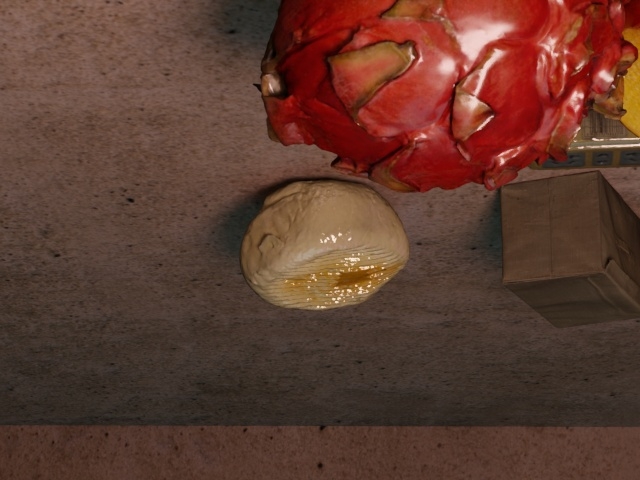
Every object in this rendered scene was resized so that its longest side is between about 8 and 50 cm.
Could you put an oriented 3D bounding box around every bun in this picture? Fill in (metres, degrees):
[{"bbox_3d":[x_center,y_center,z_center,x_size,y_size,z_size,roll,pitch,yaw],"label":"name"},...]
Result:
[{"bbox_3d":[0.000,0.000,1.877,0.244,0.153,0.244,-12,147,-8],"label":"bun"}]

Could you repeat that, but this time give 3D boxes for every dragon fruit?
[{"bbox_3d":[0.111,-0.179,1.195,0.343,0.277,0.277,5,161,2],"label":"dragon fruit"}]

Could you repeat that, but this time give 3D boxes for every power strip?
[{"bbox_3d":[0.434,-0.124,1.620,0.388,0.066,0.092,-3,162,10],"label":"power strip"}]

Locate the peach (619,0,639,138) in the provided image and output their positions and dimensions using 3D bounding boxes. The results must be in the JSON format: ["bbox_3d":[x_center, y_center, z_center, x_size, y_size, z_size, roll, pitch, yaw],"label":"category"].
[{"bbox_3d":[0.362,-0.171,1.303,0.190,0.190,0.192,-13,-179,35],"label":"peach"}]

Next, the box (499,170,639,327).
[{"bbox_3d":[0.364,0.018,1.896,0.155,0.148,0.231,-9,158,27],"label":"box"}]
